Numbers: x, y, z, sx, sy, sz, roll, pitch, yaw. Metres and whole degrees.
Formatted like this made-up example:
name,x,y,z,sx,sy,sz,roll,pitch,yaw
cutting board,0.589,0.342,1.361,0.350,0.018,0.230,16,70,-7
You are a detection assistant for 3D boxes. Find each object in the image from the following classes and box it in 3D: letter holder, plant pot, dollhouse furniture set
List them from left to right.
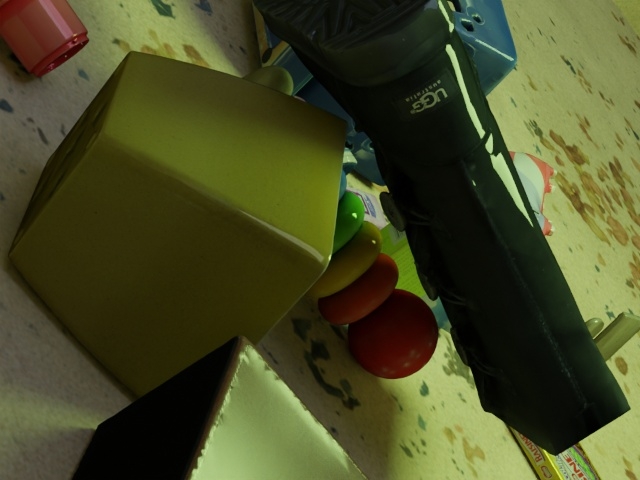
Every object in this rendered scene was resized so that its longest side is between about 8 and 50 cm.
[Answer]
name,x,y,z,sx,sy,sz,roll,pitch,yaw
plant pot,-0.121,-0.022,1.204,0.187,0.212,0.212,32,32,-16
letter holder,-0.070,0.250,1.008,0.214,0.152,0.302,48,27,-17
plant pot,0.055,-0.244,1.716,0.212,0.236,0.236,27,36,-32
dollhouse furniture set,0.261,0.072,1.758,0.144,0.123,0.151,16,33,-52

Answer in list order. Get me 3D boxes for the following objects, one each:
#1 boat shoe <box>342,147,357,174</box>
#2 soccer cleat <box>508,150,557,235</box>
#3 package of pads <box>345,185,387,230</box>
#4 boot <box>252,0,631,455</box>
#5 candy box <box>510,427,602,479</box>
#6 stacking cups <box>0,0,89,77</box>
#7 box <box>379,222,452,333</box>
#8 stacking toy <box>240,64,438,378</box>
name,x,y,z,sx,sy,sz,roll,pitch,yaw
boat shoe,-0.026,-0.093,1.590,0.066,0.066,0.183,55,16,13
soccer cleat,0.251,-0.036,1.975,0.095,0.083,0.248,20,37,-1
package of pads,0.035,-0.032,1.644,0.083,0.032,0.050,17,42,-51
boot,0.113,-0.057,1.417,0.445,0.146,0.367,58,5,-27
candy box,0.272,0.250,1.705,0.105,0.027,0.206,-10,67,-59
stacking cups,-0.312,-0.288,1.315,0.316,0.096,0.096,53,26,-7
box,0.124,0.034,1.624,0.178,0.109,0.042,28,34,-42
stacking toy,0.000,0.000,1.454,0.330,0.141,0.141,53,26,-14
